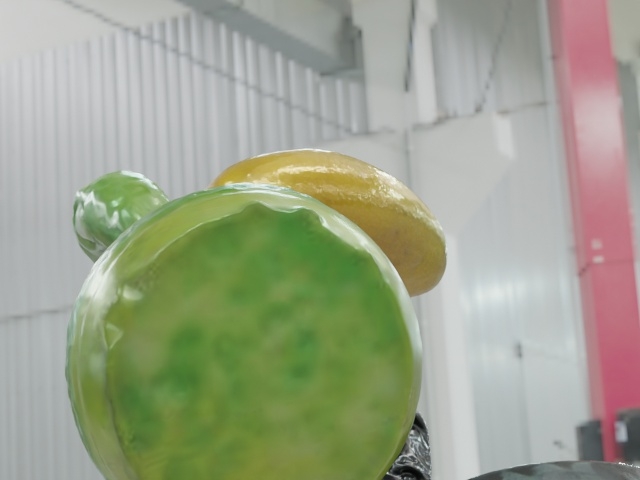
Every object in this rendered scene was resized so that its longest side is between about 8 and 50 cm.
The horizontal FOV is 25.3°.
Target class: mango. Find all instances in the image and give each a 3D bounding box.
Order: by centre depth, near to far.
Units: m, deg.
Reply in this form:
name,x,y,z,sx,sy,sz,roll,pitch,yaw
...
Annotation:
name,x,y,z,sx,sy,sz,roll,pitch,yaw
mango,0.000,0.000,1.389,0.317,0.176,0.119,9,22,-33

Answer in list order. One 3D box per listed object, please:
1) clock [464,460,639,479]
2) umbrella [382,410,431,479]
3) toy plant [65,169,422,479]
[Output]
name,x,y,z,sx,sy,sz,roll,pitch,yaw
clock,0.198,0.341,1.200,0.386,0.076,0.386,-1,-55,-1
umbrella,0.070,0.256,1.440,0.122,0.272,0.110,40,-68,-21
toy plant,-0.066,0.063,0.841,0.184,0.224,0.316,-28,11,-13
